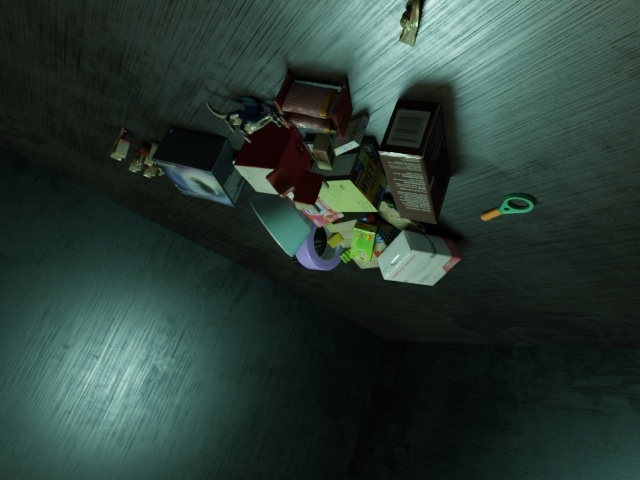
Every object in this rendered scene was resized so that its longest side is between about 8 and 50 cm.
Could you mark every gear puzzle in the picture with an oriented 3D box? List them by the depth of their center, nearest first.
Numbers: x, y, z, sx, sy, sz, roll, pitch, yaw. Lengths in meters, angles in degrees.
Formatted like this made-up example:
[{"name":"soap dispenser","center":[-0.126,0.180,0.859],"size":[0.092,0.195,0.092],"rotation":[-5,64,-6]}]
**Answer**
[{"name":"gear puzzle","center":[0.276,-0.132,2.007],"size":[0.339,0.044,0.175],"rotation":[33,167,-20]}]

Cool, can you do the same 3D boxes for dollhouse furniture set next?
[{"name":"dollhouse furniture set","center":[-0.054,-0.292,1.444],"size":[0.201,0.374,0.152],"rotation":[14,163,15]},{"name":"dollhouse furniture set","center":[-0.846,-0.418,2.322],"size":[0.259,0.135,0.262],"rotation":[22,164,-37]}]

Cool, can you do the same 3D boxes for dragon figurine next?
[{"name":"dragon figurine","center":[-0.253,-0.436,1.682],"size":[0.289,0.144,0.085],"rotation":[33,169,27]}]

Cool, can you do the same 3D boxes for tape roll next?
[{"name":"tape roll","center":[0.000,0.000,2.274],"size":[0.090,0.275,0.275],"rotation":[0,151,43]}]

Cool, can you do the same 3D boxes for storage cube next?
[{"name":"storage cube","center":[-0.173,-0.298,1.804],"size":[0.215,0.193,0.184],"rotation":[9,157,27]}]

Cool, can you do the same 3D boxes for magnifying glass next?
[{"name":"magnifying glass","center":[0.649,-0.111,1.709],"size":[0.092,0.026,0.231],"rotation":[26,160,-14]}]

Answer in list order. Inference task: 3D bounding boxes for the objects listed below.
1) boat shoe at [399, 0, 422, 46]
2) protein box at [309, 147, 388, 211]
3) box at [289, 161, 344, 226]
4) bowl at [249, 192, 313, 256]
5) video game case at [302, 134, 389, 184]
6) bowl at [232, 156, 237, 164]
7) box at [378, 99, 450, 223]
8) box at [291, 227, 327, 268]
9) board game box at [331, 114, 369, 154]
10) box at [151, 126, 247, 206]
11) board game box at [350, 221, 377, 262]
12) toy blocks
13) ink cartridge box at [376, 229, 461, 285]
[{"name":"boat shoe","center":[0.204,-0.499,1.116],"size":[0.045,0.050,0.135],"rotation":[13,159,7]},{"name":"protein box","center":[0.097,-0.210,1.739],"size":[0.201,0.136,0.200],"rotation":[3,153,41]},{"name":"box","center":[-0.021,-0.181,1.992],"size":[0.128,0.123,0.257],"rotation":[-25,141,18]},{"name":"bowl","center":[-0.148,-0.102,2.079],"size":[0.311,0.163,0.311],"rotation":[53,-177,-4]},{"name":"video game case","center":[0.104,-0.291,1.777],"size":[0.274,0.035,0.248],"rotation":[9,156,29]},{"name":"bowl","center":[-0.289,-0.313,2.084],"size":[0.142,0.053,0.142],"rotation":[12,158,22]},{"name":"box","center":[0.302,-0.228,1.510],"size":[0.143,0.191,0.381],"rotation":[12,159,23]},{"name":"box","center":[-0.017,0.043,2.537],"size":[0.103,0.184,0.261],"rotation":[30,159,-28]},{"name":"board game box","center":[0.086,-0.336,1.577],"size":[0.026,0.103,0.154],"rotation":[32,158,-27]},{"name":"box","center":[-0.515,-0.315,2.122],"size":[0.296,0.183,0.294],"rotation":[14,158,18]},{"name":"board game box","center":[0.180,0.008,2.052],"size":[0.092,0.043,0.181],"rotation":[14,137,11]},{"name":"toy blocks","center":[0.214,-0.014,2.152],"size":[0.261,0.191,0.381],"rotation":[-9,130,47]},{"name":"ink cartridge box","center":[0.414,0.076,2.052],"size":[0.283,0.117,0.207],"rotation":[10,136,-31]}]
